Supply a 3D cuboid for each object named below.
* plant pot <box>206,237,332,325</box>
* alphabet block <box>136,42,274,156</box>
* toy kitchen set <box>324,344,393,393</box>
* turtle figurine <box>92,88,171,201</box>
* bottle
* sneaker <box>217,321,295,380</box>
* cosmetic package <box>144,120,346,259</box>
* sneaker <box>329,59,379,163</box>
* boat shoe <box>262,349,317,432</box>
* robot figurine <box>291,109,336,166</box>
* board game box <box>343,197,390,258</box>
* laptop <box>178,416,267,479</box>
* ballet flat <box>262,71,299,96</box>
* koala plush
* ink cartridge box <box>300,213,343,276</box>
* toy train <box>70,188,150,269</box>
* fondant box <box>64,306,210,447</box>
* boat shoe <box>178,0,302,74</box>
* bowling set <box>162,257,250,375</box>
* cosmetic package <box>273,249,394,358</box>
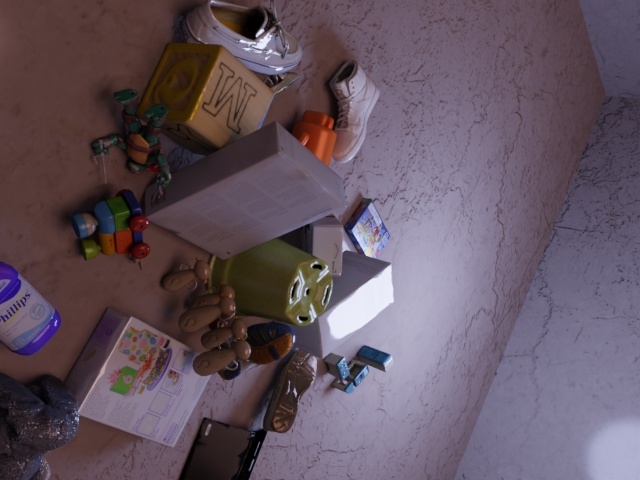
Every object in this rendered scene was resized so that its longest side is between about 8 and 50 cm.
[{"bbox_3d":[-0.117,0.106,1.787,0.276,0.254,0.276,-20,117,-46],"label":"plant pot"},{"bbox_3d":[-0.258,-0.312,1.524,0.197,0.192,0.193,34,74,-52],"label":"alphabet block"},{"bbox_3d":[0.134,0.415,2.310,0.207,0.122,0.166,-44,133,-34],"label":"toy kitchen set"},{"bbox_3d":[-0.395,-0.202,1.447,0.118,0.175,0.234,-82,-171,-48],"label":"turtle figurine"},{"bbox_3d":[-0.624,0.102,1.286,0.118,0.092,0.283,-51,136,-25],"label":"bottle"},{"bbox_3d":[-0.161,0.277,1.803,0.131,0.296,0.112,-20,84,-52],"label":"sneaker"},{"bbox_3d":[-0.172,-0.100,1.568,0.284,0.377,0.097,37,38,-49],"label":"cosmetic package"},{"bbox_3d":[0.068,-0.387,1.979,0.169,0.108,0.293,43,59,-47],"label":"sneaker"},{"bbox_3d":[-0.100,0.452,2.066,0.104,0.089,0.285,42,56,-22],"label":"boat shoe"},{"bbox_3d":[-0.031,-0.249,1.876,0.128,0.158,0.219,14,91,-12],"label":"robot figurine"},{"bbox_3d":[0.161,-0.027,2.263,0.136,0.035,0.201,-55,138,-23],"label":"board game box"},{"bbox_3d":[-0.283,0.644,1.962,0.264,0.136,0.234,50,61,-75],"label":"laptop"},{"bbox_3d":[-0.119,-0.413,1.770,0.168,0.057,0.052,-46,124,-32],"label":"ballet flat"},{"bbox_3d":[-0.608,0.410,1.356,0.196,0.203,0.221,22,97,-52],"label":"koala plush"},{"bbox_3d":[0.000,0.000,1.928,0.086,0.208,0.153,-1,107,-12],"label":"ink cartridge box"},{"bbox_3d":[-0.458,0.010,1.473,0.143,0.105,0.248,-18,144,-26],"label":"toy train"},{"bbox_3d":[-0.427,0.335,1.611,0.330,0.096,0.238,44,67,-49],"label":"fondant box"},{"bbox_3d":[-0.147,-0.505,1.598,0.367,0.156,0.136,1,68,-47],"label":"boat shoe"},{"bbox_3d":[-0.253,0.180,1.688,0.287,0.154,0.200,68,16,4],"label":"bowling set"},{"bbox_3d":[0.044,0.183,2.062,0.365,0.197,0.155,-32,127,-39],"label":"cosmetic package"}]
